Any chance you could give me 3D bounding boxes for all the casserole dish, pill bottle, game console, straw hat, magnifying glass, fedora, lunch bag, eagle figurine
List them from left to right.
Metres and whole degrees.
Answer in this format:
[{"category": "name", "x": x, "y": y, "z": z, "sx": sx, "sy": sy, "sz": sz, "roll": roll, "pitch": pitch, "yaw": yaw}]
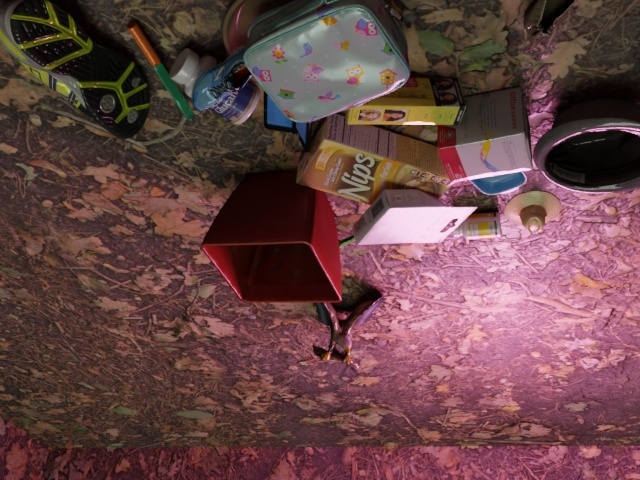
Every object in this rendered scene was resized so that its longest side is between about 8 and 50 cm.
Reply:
[{"category": "magnifying glass", "x": -0.321, "y": -0.339, "z": 1.583, "sx": 0.026, "sy": 0.092, "sz": 0.231, "roll": -32, "pitch": 131, "yaw": -5}, {"category": "pill bottle", "x": -0.215, "y": -0.313, "z": 1.579, "sx": 0.169, "sy": 0.094, "sz": 0.094, "roll": 28, "pitch": 141, "yaw": -31}, {"category": "game console", "x": -0.070, "y": -0.253, "z": 1.676, "sx": 0.071, "sy": 0.107, "sz": 0.122, "roll": -19, "pitch": 151, "yaw": -15}, {"category": "lunch bag", "x": 0.014, "y": -0.345, "z": 1.413, "sx": 0.279, "sy": 0.108, "sz": 0.224, "roll": -17, "pitch": 136, "yaw": 27}, {"category": "eagle figurine", "x": 0.067, "y": 0.251, "z": 2.363, "sx": 0.226, "sy": 0.225, "sz": 0.298, "roll": -20, "pitch": 127, "yaw": -38}, {"category": "pill bottle", "x": 0.388, "y": -0.035, "z": 1.942, "sx": 0.116, "sy": 0.065, "sz": 0.065, "roll": -3, "pitch": 146, "yaw": 15}, {"category": "casserole dish", "x": 0.386, "y": -0.166, "z": 1.762, "sx": 0.114, "sy": 0.037, "sz": 0.188, "roll": -20, "pitch": 142, "yaw": 34}, {"category": "straw hat", "x": 0.516, "y": -0.053, "z": 1.900, "sx": 0.144, "sy": 0.061, "sz": 0.144, "roll": 3, "pitch": 147, "yaw": 2}, {"category": "fedora", "x": 0.578, "y": -0.206, "z": 1.596, "sx": 0.275, "sy": 0.124, "sz": 0.243, "roll": -13, "pitch": 141, "yaw": 40}]

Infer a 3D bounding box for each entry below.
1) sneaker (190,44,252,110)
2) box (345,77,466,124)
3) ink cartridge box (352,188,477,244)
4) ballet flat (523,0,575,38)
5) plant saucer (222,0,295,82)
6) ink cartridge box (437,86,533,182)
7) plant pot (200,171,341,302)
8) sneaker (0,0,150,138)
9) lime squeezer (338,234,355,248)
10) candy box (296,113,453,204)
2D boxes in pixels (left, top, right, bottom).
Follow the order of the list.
[{"category": "sneaker", "x": -0.184, "y": -0.304, "z": 1.490, "sx": 0.162, "sy": 0.073, "sz": 0.063, "roll": -39, "pitch": 124, "yaw": 16}, {"category": "box", "x": 0.164, "y": -0.277, "z": 1.553, "sx": 0.232, "sy": 0.087, "sz": 0.058, "roll": 0, "pitch": 145, "yaw": -9}, {"category": "ink cartridge box", "x": 0.215, "y": -0.053, "z": 1.820, "sx": 0.232, "sy": 0.066, "sz": 0.189, "roll": -6, "pitch": 156, "yaw": -25}, {"category": "ballet flat", "x": 0.419, "y": -0.436, "z": 1.329, "sx": 0.084, "sy": 0.058, "sz": 0.250, "roll": 12, "pitch": 146, "yaw": -12}, {"category": "plant saucer", "x": -0.046, "y": -0.388, "z": 1.491, "sx": 0.277, "sy": 0.041, "sz": 0.278, "roll": 5, "pitch": 147, "yaw": 3}, {"category": "ink cartridge box", "x": 0.341, "y": -0.216, "z": 1.614, "sx": 0.176, "sy": 0.128, "sz": 0.127, "roll": -8, "pitch": 145, "yaw": 21}, {"category": "plant pot", "x": -0.091, "y": -0.017, "z": 1.876, "sx": 0.267, "sy": 0.236, "sz": 0.267, "roll": -1, "pitch": 146, "yaw": 20}, {"category": "sneaker", "x": -0.487, "y": -0.348, "z": 1.567, "sx": 0.147, "sy": 0.145, "sz": 0.385, "roll": 22, "pitch": 162, "yaw": 36}, {"category": "lime squeezer", "x": 0.000, "y": 0.000, "z": 2.072, "sx": 0.310, "sy": 0.059, "sz": 0.110, "roll": -2, "pitch": 116, "yaw": 7}, {"category": "candy box", "x": 0.124, "y": -0.163, "z": 1.764, "sx": 0.316, "sy": 0.088, "sz": 0.183, "roll": 15, "pitch": 147, "yaw": -16}]
